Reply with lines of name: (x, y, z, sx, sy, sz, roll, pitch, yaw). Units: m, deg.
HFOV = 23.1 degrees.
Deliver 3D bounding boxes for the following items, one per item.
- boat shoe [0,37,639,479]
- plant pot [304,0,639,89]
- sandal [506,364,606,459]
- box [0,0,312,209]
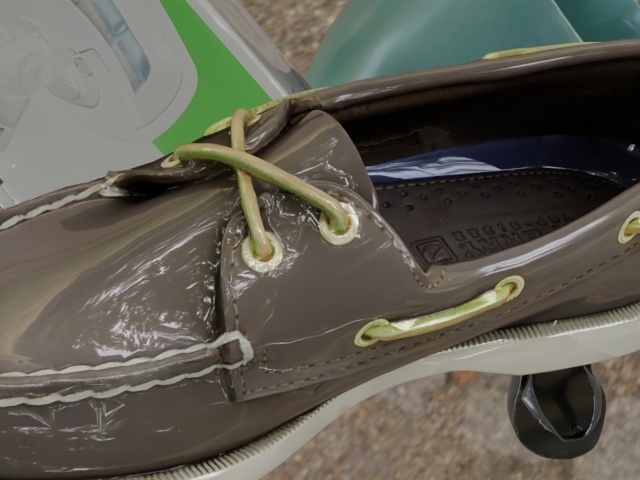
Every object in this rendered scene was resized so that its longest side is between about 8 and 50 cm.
boat shoe: (0.000, 0.000, 0.496, 0.117, 0.324, 0.097, 55, 144, 37)
plant pot: (0.124, -0.099, 1.180, 0.235, 0.293, 0.293, -37, 89, 22)
sandal: (0.226, 0.139, 1.492, 0.097, 0.054, 0.254, -20, 138, -3)
box: (-0.098, -0.082, 0.755, 0.126, 0.231, 0.262, -39, 113, 5)
